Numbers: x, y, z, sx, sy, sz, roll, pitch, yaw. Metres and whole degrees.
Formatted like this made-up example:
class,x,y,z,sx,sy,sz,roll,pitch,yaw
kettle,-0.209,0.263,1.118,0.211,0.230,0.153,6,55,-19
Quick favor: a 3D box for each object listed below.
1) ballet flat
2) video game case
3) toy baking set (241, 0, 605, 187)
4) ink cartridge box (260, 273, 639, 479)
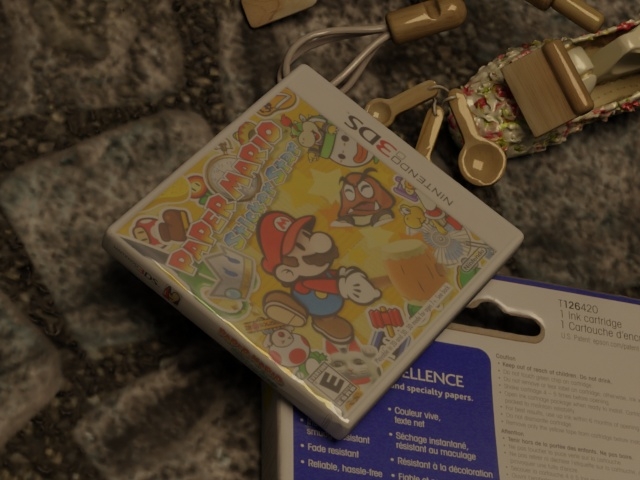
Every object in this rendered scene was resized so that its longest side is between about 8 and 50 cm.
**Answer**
class,x,y,z,sx,sy,sz,roll,pitch,yaw
ballet flat,0.204,-0.131,1.475,0.241,0.077,0.091,-23,75,-27
video game case,0.000,0.000,1.316,0.206,0.026,0.227,38,52,10
toy baking set,0.077,-0.149,1.420,0.256,0.030,0.197,39,85,7
ink cartridge box,0.109,0.163,1.298,0.303,0.072,0.307,10,51,-14
